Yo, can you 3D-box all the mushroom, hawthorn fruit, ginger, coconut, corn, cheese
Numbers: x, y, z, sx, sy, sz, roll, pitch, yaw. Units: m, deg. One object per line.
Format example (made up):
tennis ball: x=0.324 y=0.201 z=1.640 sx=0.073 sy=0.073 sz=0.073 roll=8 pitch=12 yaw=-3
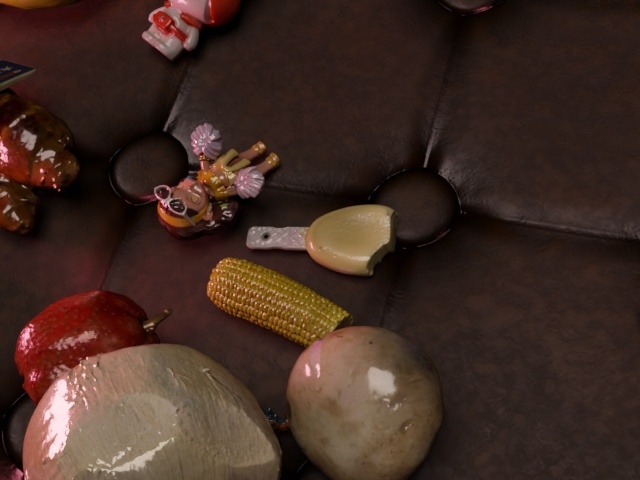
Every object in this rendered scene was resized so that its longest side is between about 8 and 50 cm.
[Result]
mushroom: x=0.060 y=0.242 z=1.392 sx=0.255 sy=0.255 sz=0.184 roll=29 pitch=27 yaw=23
hawthorn fruit: x=-0.342 y=0.173 z=1.502 sx=0.253 sy=0.205 sz=0.205 roll=-21 pitch=61 yaw=-3
ginger: x=-0.591 y=-0.142 z=1.739 sx=0.357 sy=0.152 sz=0.274 roll=-5 pitch=62 yaw=10
coconut: x=-0.223 y=0.325 z=1.286 sx=0.346 sy=0.346 sz=0.360 roll=-29 pitch=31 yaw=-5
corn: x=-0.068 y=0.102 z=1.544 sx=0.244 sy=0.093 sz=0.093 roll=22 pitch=69 yaw=20
cheese: x=0.000 y=0.000 z=1.609 sx=0.255 sy=0.050 sz=0.127 roll=-1 pitch=64 yaw=12

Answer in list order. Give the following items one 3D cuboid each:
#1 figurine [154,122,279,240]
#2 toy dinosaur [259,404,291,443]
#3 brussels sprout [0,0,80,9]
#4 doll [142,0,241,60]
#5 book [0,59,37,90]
figurine: x=-0.177 y=-0.096 z=1.656 sx=0.240 sy=0.116 sz=0.175 roll=-42 pitch=65 yaw=-18
toy dinosaur: x=-0.097 y=0.282 z=1.477 sx=0.154 sy=0.049 sz=0.055 roll=4 pitch=66 yaw=7
brussels sprout: x=-0.562 y=-0.623 z=1.918 sx=0.371 sy=0.276 sz=0.315 roll=-29 pitch=58 yaw=-4
doll: x=-0.225 y=-0.481 z=1.859 sx=0.161 sy=0.130 sz=0.290 roll=39 pitch=90 yaw=32
book: x=-0.707 y=-0.298 z=1.815 sx=0.322 sy=0.018 sz=0.228 roll=18 pitch=44 yaw=42
